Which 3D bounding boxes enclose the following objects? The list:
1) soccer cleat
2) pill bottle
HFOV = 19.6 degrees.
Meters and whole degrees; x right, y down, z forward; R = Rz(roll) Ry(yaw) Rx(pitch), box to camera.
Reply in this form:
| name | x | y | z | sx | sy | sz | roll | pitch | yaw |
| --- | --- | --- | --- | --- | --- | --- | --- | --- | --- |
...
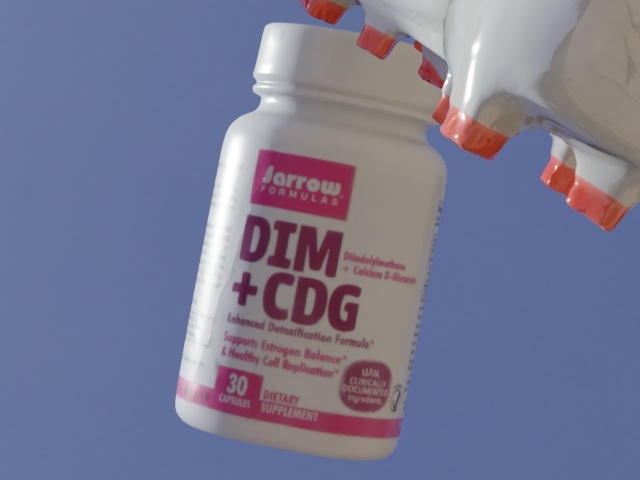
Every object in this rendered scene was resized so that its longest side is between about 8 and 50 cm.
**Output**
| name | x | y | z | sx | sy | sz | roll | pitch | yaw |
| --- | --- | --- | --- | --- | --- | --- | --- | --- | --- |
| soccer cleat | 0.045 | -0.061 | 0.390 | 0.068 | 0.196 | 0.076 | 28 | -81 | -17 |
| pill bottle | 0.000 | 0.000 | 1.291 | 0.160 | 0.160 | 0.283 | 10 | -90 | -37 |
